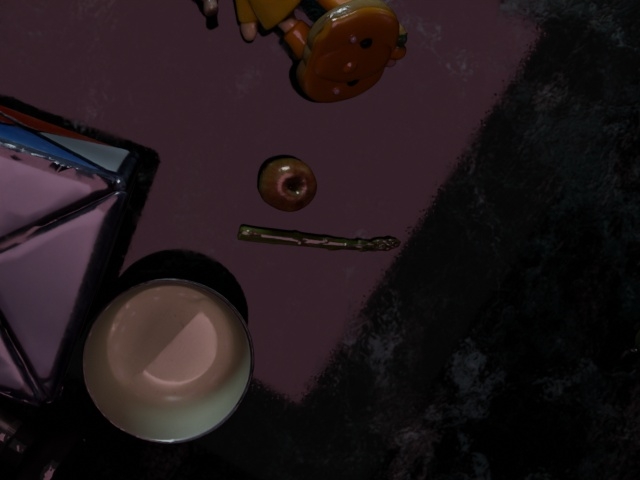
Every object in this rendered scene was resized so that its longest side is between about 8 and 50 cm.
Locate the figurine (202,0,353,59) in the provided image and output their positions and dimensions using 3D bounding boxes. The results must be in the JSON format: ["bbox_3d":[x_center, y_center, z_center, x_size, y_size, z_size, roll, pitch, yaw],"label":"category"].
[{"bbox_3d":[-0.107,-0.403,1.151,0.343,0.187,0.215,37,105,-17],"label":"figurine"}]

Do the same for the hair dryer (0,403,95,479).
[{"bbox_3d":[-0.526,0.321,1.271,0.320,0.156,0.284,25,116,3],"label":"hair dryer"}]

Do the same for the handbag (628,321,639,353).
[{"bbox_3d":[0.541,0.140,1.371,0.072,0.047,0.111,22,96,-4],"label":"handbag"}]

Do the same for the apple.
[{"bbox_3d":[-0.048,-0.082,1.256,0.084,0.071,0.084,-3,104,-13],"label":"apple"}]

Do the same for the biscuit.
[{"bbox_3d":[0.052,-0.256,1.201,0.170,0.170,0.050,-28,61,-2],"label":"biscuit"}]

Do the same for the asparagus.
[{"bbox_3d":[0.000,0.000,1.298,0.248,0.025,0.024,5,56,-7],"label":"asparagus"}]

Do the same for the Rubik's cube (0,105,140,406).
[{"bbox_3d":[-0.426,-0.004,1.109,0.305,0.307,0.310,19,97,-12],"label":"Rubik's cube"}]

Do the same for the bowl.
[{"bbox_3d":[-0.216,0.158,1.245,0.237,0.126,0.238,-1,100,-7],"label":"bowl"}]
